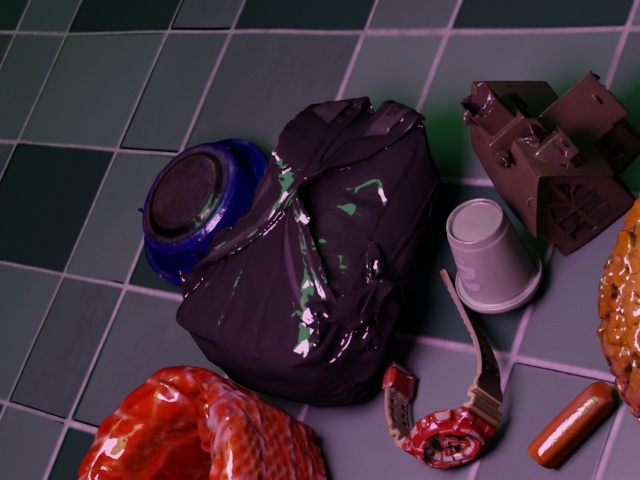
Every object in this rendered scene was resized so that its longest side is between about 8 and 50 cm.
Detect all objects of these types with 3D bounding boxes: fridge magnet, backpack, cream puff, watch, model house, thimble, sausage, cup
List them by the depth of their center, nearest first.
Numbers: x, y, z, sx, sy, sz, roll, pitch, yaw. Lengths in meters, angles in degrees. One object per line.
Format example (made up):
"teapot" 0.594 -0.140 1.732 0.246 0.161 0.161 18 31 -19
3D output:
"cream puff" 0.421 0.065 1.581 0.231 0.343 0.327 2 46 28
"sausage" 0.312 0.226 1.790 0.131 0.041 0.039 -46 39 10
"model house" 0.286 -0.141 1.890 0.204 0.243 0.211 -42 44 14
"cup" 0.224 0.017 1.906 0.120 0.141 0.120 -12 46 13
"watch" 0.154 0.177 1.937 0.165 0.102 0.268 -39 37 19
"thimble" -0.166 0.360 1.997 0.350 0.230 0.350 -21 54 32
"backpack" 0.000 0.000 2.058 0.363 0.255 0.446 9 66 45
"fridge magnet" -0.188 -0.052 2.351 0.265 0.112 0.265 -22 51 29
